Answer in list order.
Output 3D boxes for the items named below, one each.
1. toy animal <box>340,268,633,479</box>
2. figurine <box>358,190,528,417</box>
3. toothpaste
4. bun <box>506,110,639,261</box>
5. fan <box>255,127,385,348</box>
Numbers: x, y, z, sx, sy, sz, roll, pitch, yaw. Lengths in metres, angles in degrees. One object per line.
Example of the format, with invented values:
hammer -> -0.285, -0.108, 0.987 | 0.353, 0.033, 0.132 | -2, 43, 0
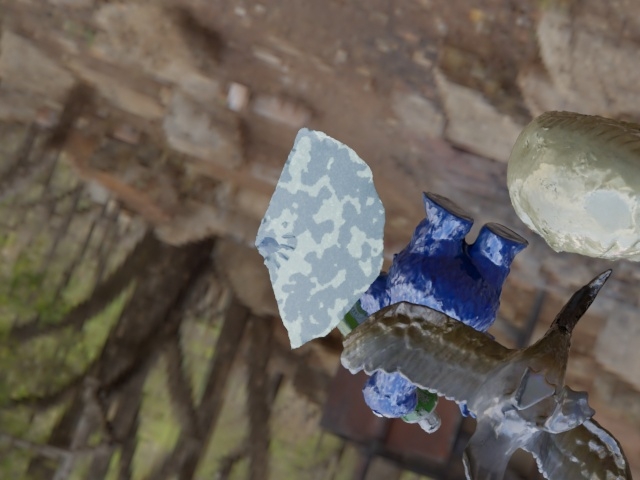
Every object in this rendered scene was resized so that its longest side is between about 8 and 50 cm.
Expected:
toy animal -> 0.170, 0.112, 1.159 | 0.272, 0.197, 0.160 | 38, -171, -2
figurine -> 0.114, 0.084, 1.622 | 0.164, 0.262, 0.121 | 14, -160, 5
toothpaste -> 0.075, 0.128, 1.762 | 0.047, 0.078, 0.248 | 21, 149, 55
bun -> 0.466, -0.077, 2.461 | 0.362, 0.234, 0.326 | 18, -171, 23
fan -> 0.000, 0.000, 1.512 | 0.131, 0.240, 0.009 | -2, -154, -11
